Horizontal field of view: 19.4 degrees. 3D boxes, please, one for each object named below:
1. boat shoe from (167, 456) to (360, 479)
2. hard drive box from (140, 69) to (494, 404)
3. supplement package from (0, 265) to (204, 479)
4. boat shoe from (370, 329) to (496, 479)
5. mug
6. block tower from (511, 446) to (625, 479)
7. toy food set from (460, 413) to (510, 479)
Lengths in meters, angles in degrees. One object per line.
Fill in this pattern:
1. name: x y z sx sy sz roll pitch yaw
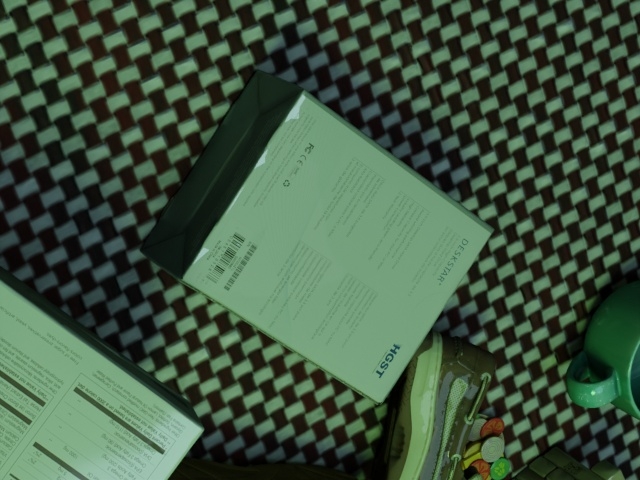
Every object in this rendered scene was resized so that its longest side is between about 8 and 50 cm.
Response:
1. boat shoe: -0.078 0.240 1.568 0.277 0.098 0.096 9 100 -32
2. hard drive box: 0.000 0.000 1.540 0.232 0.089 0.181 35 87 -32
3. supplement package: -0.243 0.176 1.359 0.198 0.199 0.262 36 86 -5
4. boat shoe: 0.099 0.210 1.646 0.095 0.095 0.257 11 102 -7
5. mug: 0.298 0.098 1.734 0.158 0.097 0.129 16 98 -31
6. block tower: 0.140 0.325 1.722 0.335 0.097 0.091 -35 119 -13
7. toy food set: 0.137 0.196 1.720 0.083 0.020 0.083 -28 117 -19
